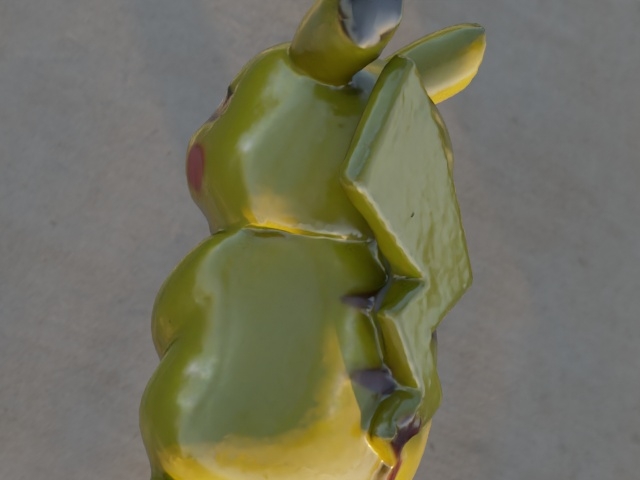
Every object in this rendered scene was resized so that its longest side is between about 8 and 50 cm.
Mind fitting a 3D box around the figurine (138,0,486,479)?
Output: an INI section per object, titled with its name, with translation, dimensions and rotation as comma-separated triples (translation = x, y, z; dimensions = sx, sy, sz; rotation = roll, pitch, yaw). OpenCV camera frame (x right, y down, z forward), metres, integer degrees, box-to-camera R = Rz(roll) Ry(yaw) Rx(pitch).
[figurine]
translation = -0.001, 0.007, 0.734
dimensions = 0.169, 0.218, 0.326
rotation = 3, 82, 16
